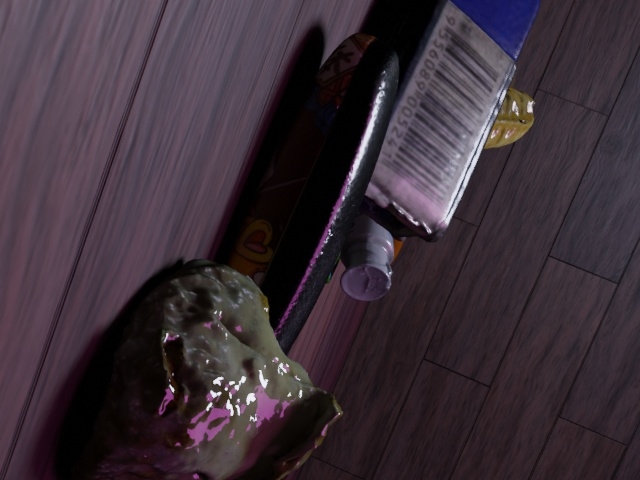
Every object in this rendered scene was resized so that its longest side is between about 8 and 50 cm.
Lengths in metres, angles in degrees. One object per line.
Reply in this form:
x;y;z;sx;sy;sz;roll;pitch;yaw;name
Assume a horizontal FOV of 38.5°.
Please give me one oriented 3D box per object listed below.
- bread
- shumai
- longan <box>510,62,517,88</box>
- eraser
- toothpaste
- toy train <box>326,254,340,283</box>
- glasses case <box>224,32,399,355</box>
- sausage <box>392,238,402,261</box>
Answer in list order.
0.167;-0.162;1.170;0.367;0.077;0.084;-6;137;-51;bread
-0.064;0.118;0.589;0.184;0.142;0.184;21;90;-86;shumai
0.207;-0.255;1.345;0.189;0.189;0.189;23;90;-83;longan
0.117;-0.170;0.984;0.101;0.155;0.332;1;-118;55;eraser
0.066;-0.042;1.285;0.299;0.073;0.114;-85;-171;-50;toothpaste
0.000;0.000;1.090;0.209;0.044;0.042;94;20;-69;toy train
-0.017;-0.017;0.758;0.122;0.082;0.321;26;88;-82;glasses case
0.104;-0.057;1.477;0.105;0.105;0.274;-60;170;-46;sausage
